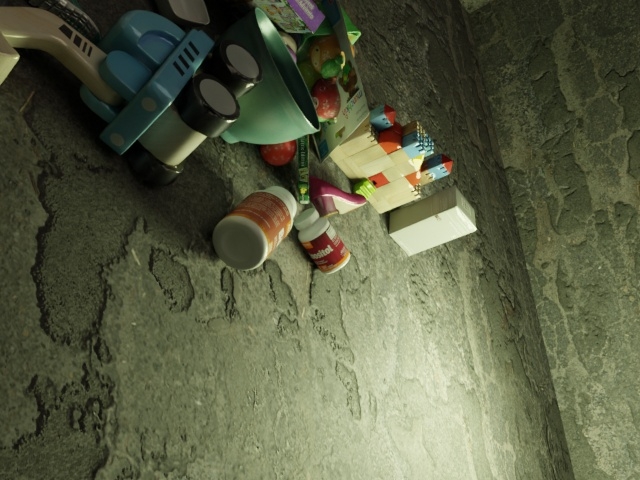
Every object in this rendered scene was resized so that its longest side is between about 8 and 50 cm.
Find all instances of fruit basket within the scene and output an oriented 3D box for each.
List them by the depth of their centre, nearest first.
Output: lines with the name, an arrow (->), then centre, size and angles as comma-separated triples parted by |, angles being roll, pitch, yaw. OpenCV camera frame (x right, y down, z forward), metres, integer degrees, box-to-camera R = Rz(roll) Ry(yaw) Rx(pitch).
fruit basket -> 0.004, -0.419, 1.938 | 0.166, 0.327, 0.352 | -4, 77, -23

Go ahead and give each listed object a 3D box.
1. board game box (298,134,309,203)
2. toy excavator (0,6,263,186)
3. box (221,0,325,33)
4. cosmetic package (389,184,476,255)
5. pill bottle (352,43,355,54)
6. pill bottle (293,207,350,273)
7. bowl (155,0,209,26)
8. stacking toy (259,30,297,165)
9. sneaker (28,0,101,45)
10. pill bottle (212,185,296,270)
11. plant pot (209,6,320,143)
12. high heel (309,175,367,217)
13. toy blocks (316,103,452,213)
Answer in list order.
board game box -> -0.042, -0.233, 1.844 | 0.136, 0.030, 0.259 | 102, -12, -76
toy excavator -> -0.374, -0.301, 1.315 | 0.445, 0.222, 0.432 | 40, 37, -17
box -> -0.146, -0.591, 1.798 | 0.201, 0.293, 0.057 | 41, 77, -40
cosmetic package -> 0.337, -0.057, 2.271 | 0.127, 0.238, 0.107 | 43, 35, -33
pill bottle -> 0.011, -0.589, 2.219 | 0.193, 0.108, 0.108 | 21, 53, -54
pill bottle -> 0.000, 0.000, 1.814 | 0.152, 0.086, 0.086 | 55, 31, -20
bowl -> -0.324, -0.544, 1.679 | 0.142, 0.053, 0.141 | -14, 83, -60
stacking toy -> -0.118, -0.339, 1.826 | 0.141, 0.141, 0.330 | 21, 59, -53
sneaker -> -0.461, -0.428, 1.361 | 0.166, 0.065, 0.076 | 45, 32, -37
pill bottle -> -0.130, -0.035, 1.581 | 0.121, 0.121, 0.216 | 60, 30, -14
plant pot -> -0.153, -0.330, 1.635 | 0.293, 0.196, 0.293 | 59, 13, -24
high heel -> 0.042, -0.129, 1.993 | 0.244, 0.082, 0.117 | -18, 85, -53
toy blocks -> 0.206, -0.243, 2.150 | 0.381, 0.261, 0.190 | 45, 36, -34
